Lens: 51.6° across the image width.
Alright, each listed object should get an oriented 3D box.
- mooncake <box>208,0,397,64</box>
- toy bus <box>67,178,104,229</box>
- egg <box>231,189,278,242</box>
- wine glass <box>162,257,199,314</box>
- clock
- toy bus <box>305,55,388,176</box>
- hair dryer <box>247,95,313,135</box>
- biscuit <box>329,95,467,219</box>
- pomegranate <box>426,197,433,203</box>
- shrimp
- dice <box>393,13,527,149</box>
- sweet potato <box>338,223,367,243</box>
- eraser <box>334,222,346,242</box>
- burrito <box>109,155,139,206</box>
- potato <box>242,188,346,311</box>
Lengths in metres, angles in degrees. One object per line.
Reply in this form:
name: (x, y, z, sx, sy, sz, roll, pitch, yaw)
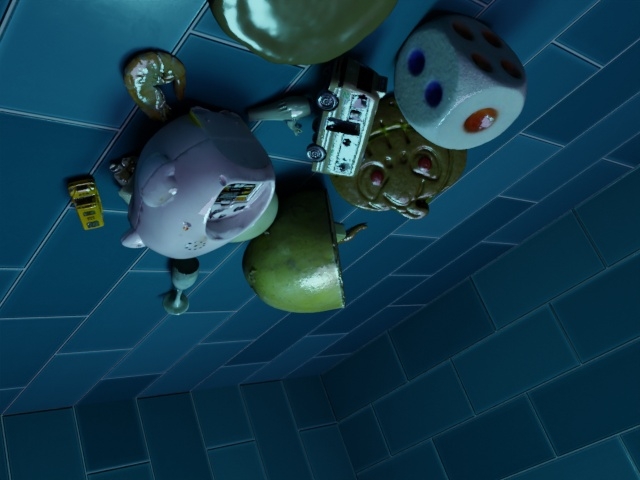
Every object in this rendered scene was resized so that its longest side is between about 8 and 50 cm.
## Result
mooncake: (-0.034, -0.511, 1.187, 0.379, 0.200, 0.378, -15, 152, -8)
toy bus: (-0.608, -0.095, 1.727, 0.070, 0.074, 0.162, -13, 156, -15)
egg: (-0.241, -0.089, 1.902, 0.254, 0.188, 0.188, -21, 157, 20)
wine glass: (-0.428, 0.210, 2.310, 0.096, 0.264, 0.309, -40, 169, -35)
clock: (-0.299, -0.108, 1.640, 0.376, 0.250, 0.368, -49, 159, 27)
toy bus: (0.061, -0.302, 1.652, 0.157, 0.139, 0.289, 12, 135, -2)
hair dryer: (-0.114, -0.314, 1.726, 0.167, 0.067, 0.199, -4, 167, -14)
biscuit: (0.218, -0.223, 1.834, 0.394, 0.350, 0.070, -24, -174, -3)
pomegranate: (0.249, -0.207, 1.997, 0.231, 0.230, 0.286, -20, 157, -4)
shrimp: (-0.355, -0.337, 1.476, 0.133, 0.053, 0.236, -39, 154, -11)
dice: (0.349, -0.395, 1.666, 0.259, 0.251, 0.243, -3, 149, -35)
sweet potato: (0.098, -0.014, 2.517, 0.179, 0.044, 0.044, -28, 155, 16)
eraser: (0.000, 0.000, 2.445, 0.172, 0.058, 0.117, -37, 152, 30)
burrito: (-0.472, -0.107, 1.818, 0.117, 0.076, 0.392, -14, 154, -3)
potato: (-0.093, 0.044, 2.100, 0.320, 0.385, 0.442, -10, 166, -1)
